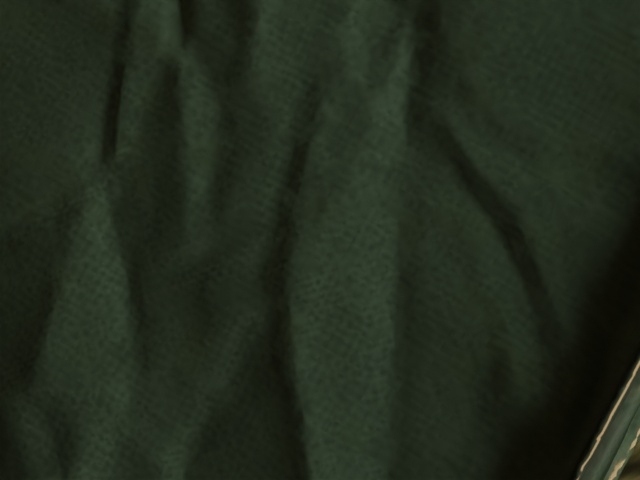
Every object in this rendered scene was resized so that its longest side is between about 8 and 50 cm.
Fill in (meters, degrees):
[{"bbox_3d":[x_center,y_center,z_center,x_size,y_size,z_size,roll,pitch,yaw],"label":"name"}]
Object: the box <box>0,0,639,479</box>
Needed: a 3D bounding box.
[{"bbox_3d":[0.011,-0.025,0.424,0.345,0.251,0.204,-63,162,4],"label":"box"}]
